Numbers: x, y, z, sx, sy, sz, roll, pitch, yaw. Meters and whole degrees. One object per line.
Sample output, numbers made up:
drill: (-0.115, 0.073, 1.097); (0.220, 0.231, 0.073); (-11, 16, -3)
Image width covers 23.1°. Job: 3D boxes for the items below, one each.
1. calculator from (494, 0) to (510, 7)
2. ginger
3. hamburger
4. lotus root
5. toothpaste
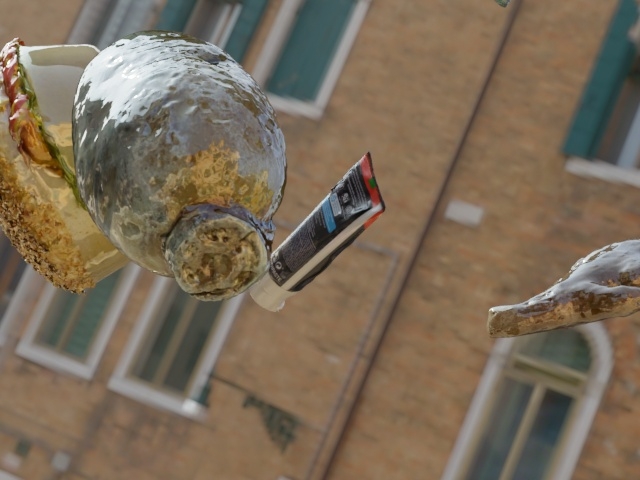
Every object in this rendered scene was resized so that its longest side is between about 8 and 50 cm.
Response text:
calculator: (0.187, -0.299, 1.724); (0.094, 0.141, 0.019); (55, -50, 10)
ginger: (0.358, 0.050, 1.899); (0.333, 0.080, 0.166); (-16, 7, -43)
hamburger: (-0.297, -0.085, 1.752); (0.276, 0.179, 0.294); (-119, -167, -48)
lotus root: (-0.127, -0.087, 1.318); (0.175, 0.175, 0.349); (30, 15, -31)
toothpaste: (0.000, 0.000, 1.503); (0.045, 0.071, 0.193); (14, -45, -35)
